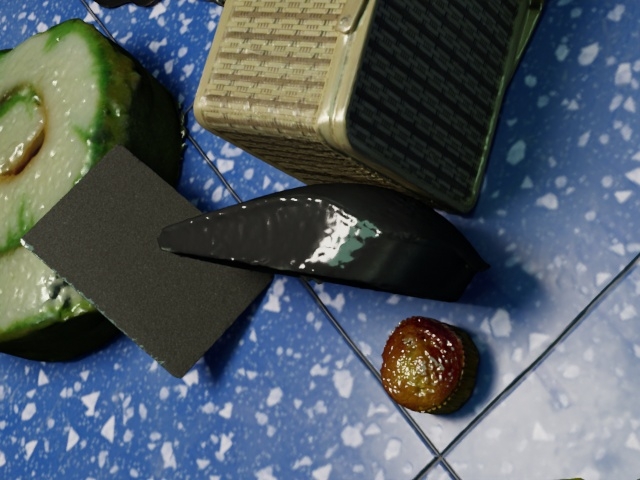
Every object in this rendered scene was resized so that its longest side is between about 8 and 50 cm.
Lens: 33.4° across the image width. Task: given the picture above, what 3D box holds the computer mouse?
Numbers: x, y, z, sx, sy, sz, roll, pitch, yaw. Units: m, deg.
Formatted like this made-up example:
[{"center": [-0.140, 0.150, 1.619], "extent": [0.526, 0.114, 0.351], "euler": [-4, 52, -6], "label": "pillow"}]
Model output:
[{"center": [0.001, -0.005, 0.918], "extent": [0.295, 0.168, 0.087], "euler": [5, 84, 38], "label": "computer mouse"}]

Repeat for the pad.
[{"center": [-0.169, 0.018, 1.045], "extent": [0.211, 0.003, 0.143], "euler": [41, 76, 8], "label": "pad"}]

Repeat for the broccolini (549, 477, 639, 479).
[{"center": [0.218, 0.193, 0.798], "extent": [0.254, 0.071, 0.057], "euler": [-17, 106, 36], "label": "broccolini"}]

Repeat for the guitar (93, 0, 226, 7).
[{"center": [-0.177, -0.298, 1.235], "extent": [0.271, 0.038, 0.083], "euler": [20, 87, 38], "label": "guitar"}]

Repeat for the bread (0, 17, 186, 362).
[{"center": [-0.309, -0.051, 1.180], "extent": [0.366, 0.129, 0.382], "euler": [-47, 54, 11], "label": "bread"}]

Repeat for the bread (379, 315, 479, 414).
[{"center": [0.088, 0.104, 0.897], "extent": [0.085, 0.053, 0.085], "euler": [-12, 67, 31], "label": "bread"}]

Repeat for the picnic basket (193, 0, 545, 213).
[{"center": [0.060, -0.202, 0.916], "extent": [0.175, 0.228, 0.312], "euler": [10, 80, 38], "label": "picnic basket"}]
